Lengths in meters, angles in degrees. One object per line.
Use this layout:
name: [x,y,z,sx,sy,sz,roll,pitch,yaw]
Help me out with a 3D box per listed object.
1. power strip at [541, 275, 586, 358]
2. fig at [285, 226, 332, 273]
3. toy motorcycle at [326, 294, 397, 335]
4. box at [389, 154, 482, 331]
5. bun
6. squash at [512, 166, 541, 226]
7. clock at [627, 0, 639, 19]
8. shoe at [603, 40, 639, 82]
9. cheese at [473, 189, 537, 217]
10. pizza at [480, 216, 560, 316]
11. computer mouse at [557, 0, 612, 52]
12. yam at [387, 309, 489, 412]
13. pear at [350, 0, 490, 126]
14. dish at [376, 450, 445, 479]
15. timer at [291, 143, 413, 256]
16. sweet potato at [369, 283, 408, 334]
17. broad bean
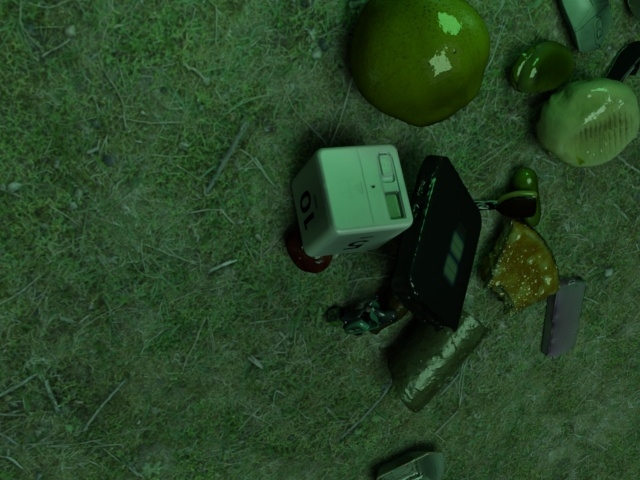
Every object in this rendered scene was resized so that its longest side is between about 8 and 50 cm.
power strip: [0.739,0.233,2.141,0.109,0.037,0.278,-12,119,-19]
fig: [-0.002,0.011,1.653,0.153,0.119,0.119,-22,122,-11]
toy motorcycle: [0.110,0.193,1.785,0.173,0.058,0.100,-17,138,33]
box: [0.282,0.015,1.664,0.359,0.091,0.350,42,60,-55]
bun: [0.663,-0.308,1.757,0.259,0.160,0.259,-11,143,-9]
squash: [0.552,-0.112,1.868,0.066,0.066,0.201,-30,130,-7]
clock: [0.809,-0.634,1.689,0.144,0.103,0.231,-36,126,-5]
shoe: [0.780,-0.436,1.805,0.053,0.062,0.159,26,103,-45]
cheese: [0.477,-0.091,1.826,0.163,0.036,0.086,-3,136,10]
pizza: [0.540,0.081,1.946,0.223,0.089,0.323,-46,122,-4]
computer mouse: [0.639,-0.540,1.681,0.113,0.068,0.229,-41,124,2]
yam: [0.305,0.304,1.910,0.168,0.168,0.304,35,99,-33]
pear: [0.202,-0.386,1.451,0.294,0.294,0.294,-10,119,-19]
dish: [0.273,0.713,2.165,0.234,0.064,0.154,-21,122,-12]
timer: [0.064,-0.086,1.544,0.194,0.195,0.192,-6,77,-22]
sweet potato: [0.211,0.138,1.826,0.085,0.112,0.285,27,109,1]
broad bean: [0.531,-0.416,1.697,0.174,0.082,0.124,-24,125,-23]
